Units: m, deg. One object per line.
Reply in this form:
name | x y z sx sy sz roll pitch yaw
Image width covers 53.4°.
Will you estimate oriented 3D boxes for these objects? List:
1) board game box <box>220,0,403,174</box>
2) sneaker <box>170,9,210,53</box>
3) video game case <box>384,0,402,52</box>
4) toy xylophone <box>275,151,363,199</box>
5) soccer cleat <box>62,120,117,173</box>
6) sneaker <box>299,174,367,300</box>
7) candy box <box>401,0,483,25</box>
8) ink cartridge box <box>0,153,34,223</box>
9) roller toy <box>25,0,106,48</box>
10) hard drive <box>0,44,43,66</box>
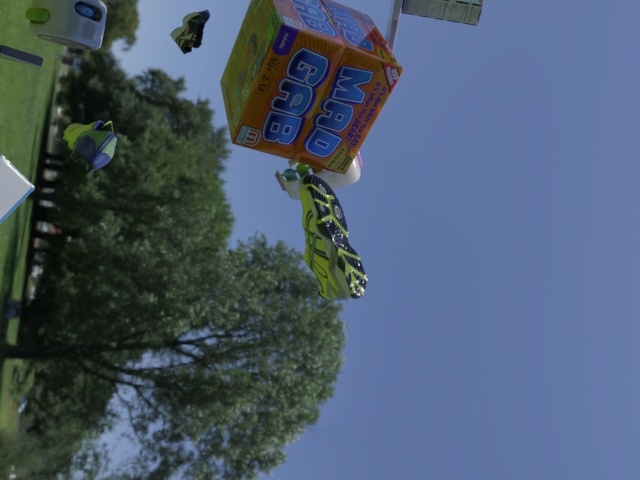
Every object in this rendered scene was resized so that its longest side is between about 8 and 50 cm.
board game box | -0.045 -0.466 1.800 0.356 0.357 0.356 -60 -150 33
sneaker | -0.358 -0.592 1.814 0.178 0.072 0.077 -18 -80 55
video game case | 0.222 -0.668 1.960 0.285 0.025 0.204 98 0 -47
toy xylophone | -0.002 -0.253 2.275 0.236 0.323 0.081 80 -3 -58
soccer cleat | -0.540 -0.240 1.516 0.121 0.093 0.289 -46 -148 -4
sneaker | 0.000 0.000 1.840 0.147 0.145 0.384 -18 -91 33
candy box | 0.373 -0.735 1.919 0.071 0.234 0.159 95 9 -49
ink cartridge box | -0.833 -0.127 1.411 0.308 0.129 0.223 27 -109 28
roller toy | -0.702 -0.625 1.777 0.209 0.191 0.146 -150 -110 -76
hard drive | -0.682 -0.407 1.381 0.135 0.094 0.022 19 -82 34
